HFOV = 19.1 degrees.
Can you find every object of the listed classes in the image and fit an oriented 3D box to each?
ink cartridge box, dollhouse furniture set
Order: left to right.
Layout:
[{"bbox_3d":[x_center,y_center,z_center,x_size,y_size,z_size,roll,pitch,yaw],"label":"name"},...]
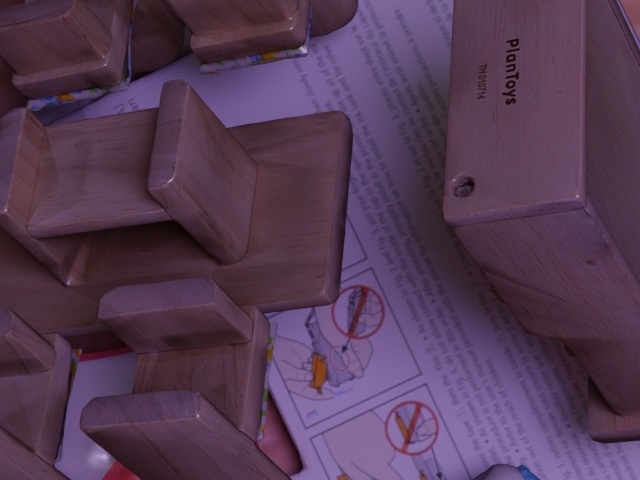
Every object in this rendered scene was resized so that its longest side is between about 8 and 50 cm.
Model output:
[{"bbox_3d":[0.000,0.000,0.677,0.242,0.161,0.212,-8,59,23],"label":"dollhouse furniture set"},{"bbox_3d":[0.047,0.025,0.776,0.239,0.060,0.275,-26,84,11],"label":"ink cartridge box"}]

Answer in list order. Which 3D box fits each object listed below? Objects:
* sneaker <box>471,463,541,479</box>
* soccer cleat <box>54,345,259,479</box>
[{"bbox_3d":[-0.013,0.153,0.706,0.228,0.087,0.092,-40,81,-2],"label":"sneaker"},{"bbox_3d":[-0.144,0.093,0.719,0.248,0.083,0.095,-17,66,-11],"label":"soccer cleat"}]
